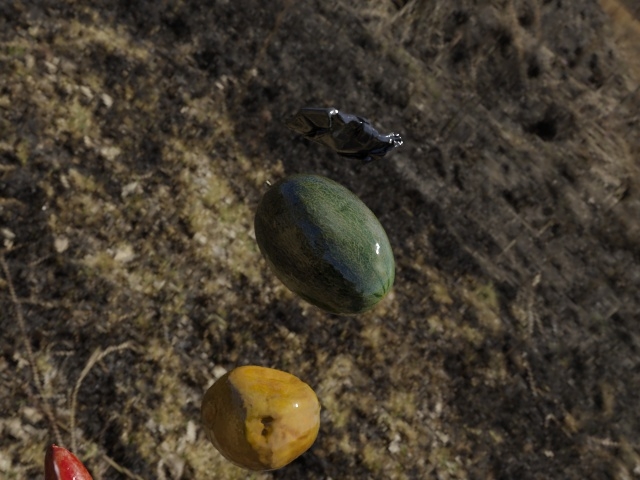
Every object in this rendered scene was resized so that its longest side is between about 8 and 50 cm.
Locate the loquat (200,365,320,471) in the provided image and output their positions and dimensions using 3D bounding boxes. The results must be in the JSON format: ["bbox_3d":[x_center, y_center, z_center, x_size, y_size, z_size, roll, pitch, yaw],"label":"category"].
[{"bbox_3d":[-0.066,0.197,0.885,0.137,0.137,0.113,-2,91,-57],"label":"loquat"}]

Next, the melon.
[{"bbox_3d":[0.000,0.000,0.772,0.167,0.114,0.114,48,24,10],"label":"melon"}]

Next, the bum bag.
[{"bbox_3d":[0.030,-0.138,1.049,0.197,0.087,0.049,14,75,-53],"label":"bum bag"}]

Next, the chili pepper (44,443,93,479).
[{"bbox_3d":[-0.152,0.275,0.541,0.071,0.063,0.272,88,-11,-70],"label":"chili pepper"}]
